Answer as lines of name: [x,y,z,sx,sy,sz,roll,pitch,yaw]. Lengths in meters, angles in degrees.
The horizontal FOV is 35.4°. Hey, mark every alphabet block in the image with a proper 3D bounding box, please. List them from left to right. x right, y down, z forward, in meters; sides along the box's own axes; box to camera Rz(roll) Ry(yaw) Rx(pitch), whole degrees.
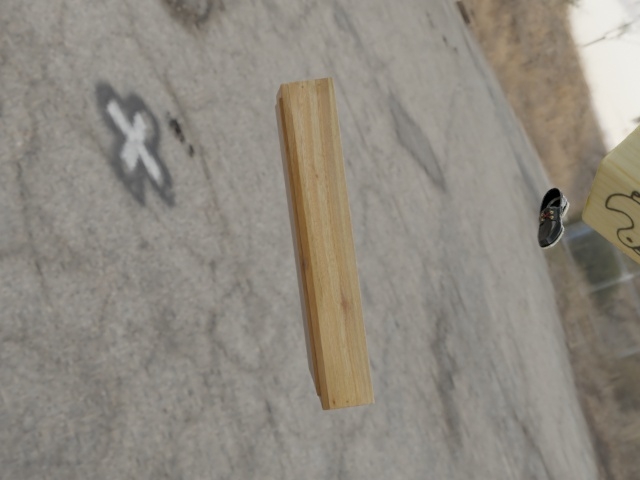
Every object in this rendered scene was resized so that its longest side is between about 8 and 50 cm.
alphabet block: [0.578,-0.078,1.647,0.197,0.193,0.192,41,-21,23]

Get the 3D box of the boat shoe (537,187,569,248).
boat shoe: [0.398,-0.038,1.741,0.042,0.049,0.133,52,43,-26]

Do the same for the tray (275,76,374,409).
tray: [0.000,0.000,1.340,0.203,0.076,0.410,-134,-145,-84]
